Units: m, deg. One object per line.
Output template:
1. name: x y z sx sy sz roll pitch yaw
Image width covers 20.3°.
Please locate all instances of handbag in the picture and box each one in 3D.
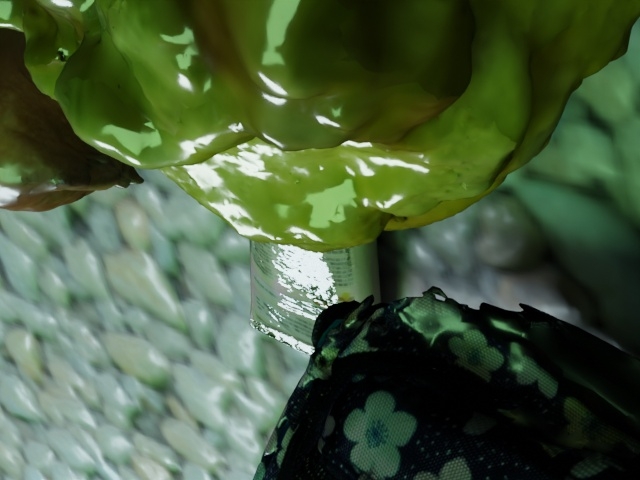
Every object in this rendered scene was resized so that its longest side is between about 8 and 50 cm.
1. handbag: 0.060 0.127 0.527 0.228 0.126 0.208 32 108 24

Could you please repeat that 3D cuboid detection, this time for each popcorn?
1. popcorn: -0.012 -0.085 0.421 0.197 0.155 0.198 36 156 19

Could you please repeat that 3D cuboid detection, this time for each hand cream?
1. hand cream: 0.000 0.000 0.595 0.061 0.039 0.143 22 148 17

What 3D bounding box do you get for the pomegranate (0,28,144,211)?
1. pomegranate: -0.186 -0.061 0.576 0.207 0.207 0.207 26 140 25
